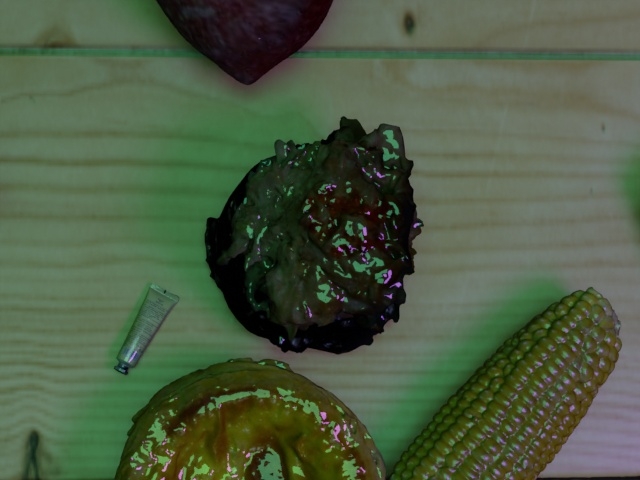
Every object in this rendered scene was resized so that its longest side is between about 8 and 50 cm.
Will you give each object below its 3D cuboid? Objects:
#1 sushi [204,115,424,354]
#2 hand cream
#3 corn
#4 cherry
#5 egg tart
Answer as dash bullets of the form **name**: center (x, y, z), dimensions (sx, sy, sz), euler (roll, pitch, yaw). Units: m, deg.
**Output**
- **sushi**: center (0.001, -0.001, 1.575), dimensions (0.225, 0.219, 0.238), euler (-19, 85, -9)
- **hand cream**: center (-0.191, 0.098, 1.651), dimensions (0.035, 0.022, 0.102), euler (28, 77, 1)
- **corn**: center (0.193, 0.197, 1.608), dimensions (0.130, 0.130, 0.347), euler (42, 78, 2)
- **cherry**: center (-0.081, -0.316, 1.623), dimensions (0.230, 0.203, 0.300), euler (-4, 97, -6)
- **egg tart**: center (-0.071, 0.269, 1.589), dimensions (0.295, 0.116, 0.294), euler (0, 83, -1)
